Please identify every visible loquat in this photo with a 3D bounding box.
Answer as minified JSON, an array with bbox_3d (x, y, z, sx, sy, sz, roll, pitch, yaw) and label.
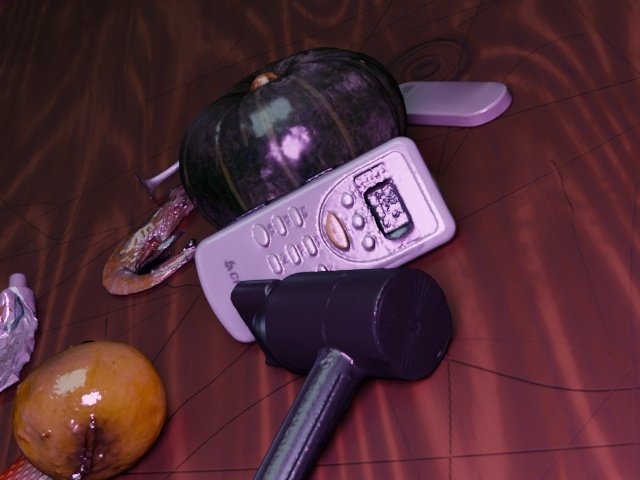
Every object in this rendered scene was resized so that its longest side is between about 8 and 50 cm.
[{"bbox_3d":[-0.253,0.184,1.662,0.172,0.149,0.204,-32,14,11],"label":"loquat"}]

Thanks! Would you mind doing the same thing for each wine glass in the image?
[{"bbox_3d":[-0.182,-0.134,2.238,0.198,0.066,0.066,-36,26,-7],"label":"wine glass"}]

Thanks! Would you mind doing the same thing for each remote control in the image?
[{"bbox_3d":[0.158,-0.182,1.992,0.077,0.022,0.245,-42,27,-25],"label":"remote control"},{"bbox_3d":[0.000,0.000,1.720,0.296,0.140,0.056,-27,-8,9],"label":"remote control"}]

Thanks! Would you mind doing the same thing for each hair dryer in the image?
[{"bbox_3d":[-0.032,0.158,1.533,0.244,0.116,0.302,-6,43,47],"label":"hair dryer"}]

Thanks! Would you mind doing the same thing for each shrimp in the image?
[{"bbox_3d":[-0.211,-0.008,2.063,0.152,0.046,0.219,-1,43,48],"label":"shrimp"}]

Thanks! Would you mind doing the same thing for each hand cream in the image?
[{"bbox_3d":[-0.425,0.134,2.054,0.084,0.050,0.257,-28,32,14],"label":"hand cream"}]

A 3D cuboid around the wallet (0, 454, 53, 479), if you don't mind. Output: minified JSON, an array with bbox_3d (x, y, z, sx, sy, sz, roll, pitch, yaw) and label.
[{"bbox_3d":[-0.375,0.314,1.714,0.196,0.020,0.103,-45,29,-25],"label":"wallet"}]

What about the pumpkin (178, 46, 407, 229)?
[{"bbox_3d":[-0.026,-0.118,1.883,0.300,0.207,0.300,-30,13,8],"label":"pumpkin"}]

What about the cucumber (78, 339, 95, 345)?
[{"bbox_3d":[-0.283,0.179,1.813,0.070,0.046,0.220,-16,24,9],"label":"cucumber"}]
